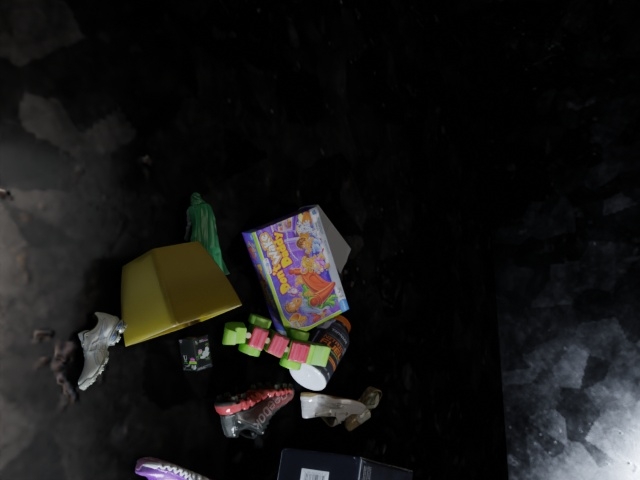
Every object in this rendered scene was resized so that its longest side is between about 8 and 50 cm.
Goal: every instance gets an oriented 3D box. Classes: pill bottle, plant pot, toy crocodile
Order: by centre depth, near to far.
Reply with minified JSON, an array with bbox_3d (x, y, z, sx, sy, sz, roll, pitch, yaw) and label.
[{"bbox_3d":[-0.355,0.117,1.396,0.212,0.212,0.187,-13,82,-52],"label":"plant pot"},{"bbox_3d":[-0.122,0.297,1.662,0.340,0.105,0.115,22,85,-22],"label":"toy crocodile"},{"bbox_3d":[0.011,0.348,1.865,0.130,0.130,0.246,61,42,-25],"label":"pill bottle"}]

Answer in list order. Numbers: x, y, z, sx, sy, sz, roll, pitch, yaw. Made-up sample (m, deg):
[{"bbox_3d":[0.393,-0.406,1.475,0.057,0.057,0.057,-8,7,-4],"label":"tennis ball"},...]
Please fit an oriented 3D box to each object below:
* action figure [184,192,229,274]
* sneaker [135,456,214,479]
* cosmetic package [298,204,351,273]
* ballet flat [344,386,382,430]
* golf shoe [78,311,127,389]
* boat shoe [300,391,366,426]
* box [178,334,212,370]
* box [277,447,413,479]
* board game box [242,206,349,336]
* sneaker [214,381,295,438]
[{"bbox_3d":[-0.321,-0.014,1.565,0.137,0.063,0.232,-9,94,-50],"label":"action figure"},{"bbox_3d":[-0.353,0.595,1.392,0.236,0.095,0.104,45,58,-39],"label":"sneaker"},{"bbox_3d":[0.000,0.000,1.956,0.231,0.085,0.117,54,46,-33],"label":"cosmetic package"},{"bbox_3d":[0.157,0.592,2.055,0.206,0.067,0.073,-47,121,-45],"label":"ballet flat"},{"bbox_3d":[-0.509,0.242,1.294,0.086,0.069,0.176,32,54,-21],"label":"golf shoe"},{"bbox_3d":[0.038,0.557,1.893,0.277,0.098,0.096,21,67,-38],"label":"boat shoe"},{"bbox_3d":[-0.324,0.290,1.504,0.052,0.062,0.083,-8,90,-51],"label":"box"},{"bbox_3d":[0.074,0.743,1.734,0.294,0.296,0.183,32,59,-44],"label":"box"},{"bbox_3d":[-0.072,0.097,1.783,0.233,0.078,0.347,-24,103,-28],"label":"board game box"},{"bbox_3d":[-0.176,0.476,1.629,0.276,0.097,0.135,-3,86,-50],"label":"sneaker"}]
